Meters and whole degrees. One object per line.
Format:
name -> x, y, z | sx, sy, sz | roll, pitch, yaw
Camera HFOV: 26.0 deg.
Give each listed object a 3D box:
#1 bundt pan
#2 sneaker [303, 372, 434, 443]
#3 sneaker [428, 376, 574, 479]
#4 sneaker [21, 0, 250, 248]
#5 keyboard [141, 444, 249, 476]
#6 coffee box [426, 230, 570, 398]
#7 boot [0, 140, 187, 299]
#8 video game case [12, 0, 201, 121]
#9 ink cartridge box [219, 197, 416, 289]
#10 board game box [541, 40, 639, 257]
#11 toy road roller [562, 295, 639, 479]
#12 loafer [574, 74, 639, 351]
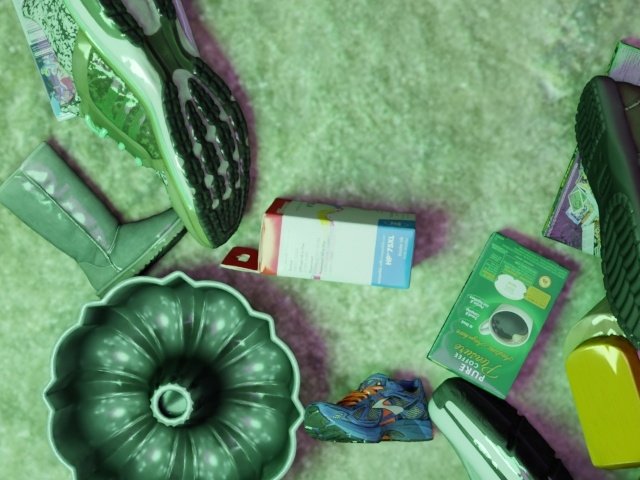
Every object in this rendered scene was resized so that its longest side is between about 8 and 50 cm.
bundt pan -> -0.176, 0.198, 1.759 | 0.331, 0.124, 0.330 | 0, 93, 5
sneaker -> 0.057, 0.209, 1.731 | 0.083, 0.221, 0.087 | -7, 81, 38
sneaker -> 0.227, 0.405, 1.748 | 0.257, 0.169, 0.447 | -39, 87, 16
sneaker -> -0.229, -0.171, 1.711 | 0.182, 0.158, 0.410 | -19, 102, 37
keyboard -> -0.185, 0.317, 1.840 | 0.256, 0.014, 0.072 | -9, 98, 6
coffee box -> 0.222, 0.094, 1.741 | 0.113, 0.040, 0.184 | 27, 83, 0
boot -> -0.286, -0.045, 1.771 | 0.190, 0.076, 0.208 | -40, 87, 7
video game case -> -0.270, -0.268, 1.754 | 0.201, 0.023, 0.183 | -19, 97, 6
ink cartridge box -> 0.000, 0.000, 1.718 | 0.231, 0.134, 0.078 | 6, 100, 2
board game box -> 0.386, -0.103, 1.729 | 0.136, 0.030, 0.259 | 21, 100, 3
toy road roller -> 0.454, 0.209, 1.646 | 0.241, 0.202, 0.329 | -16, 97, 33
loafer -> 0.391, -0.037, 1.591 | 0.130, 0.134, 0.366 | -2, 63, -7
